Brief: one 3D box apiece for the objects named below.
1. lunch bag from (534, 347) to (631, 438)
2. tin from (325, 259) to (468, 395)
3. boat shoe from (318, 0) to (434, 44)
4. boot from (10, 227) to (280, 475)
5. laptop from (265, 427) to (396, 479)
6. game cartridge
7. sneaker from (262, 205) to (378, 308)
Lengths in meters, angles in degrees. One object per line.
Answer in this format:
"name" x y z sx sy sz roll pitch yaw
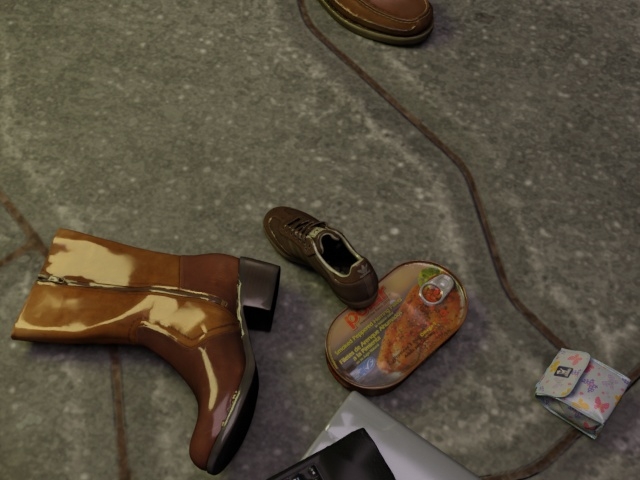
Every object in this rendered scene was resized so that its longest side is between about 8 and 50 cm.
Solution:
"lunch bag" 0.290 0.166 0.939 0.083 0.053 0.071 32 62 24
"tin" 0.087 0.100 0.974 0.189 0.040 0.106 -37 73 -21
"boat shoe" 0.036 -0.397 1.211 0.307 0.104 0.111 37 65 16
"boot" -0.201 0.109 0.916 0.280 0.096 0.264 8 61 2
"laptop" -0.009 0.306 0.734 0.264 0.136 0.234 -25 65 -16
"game cartridge" 0.029 0.319 0.837 0.198 0.062 0.297 31 63 18
"sneaker" 0.000 0.000 0.986 0.066 0.071 0.188 -37 55 -23
